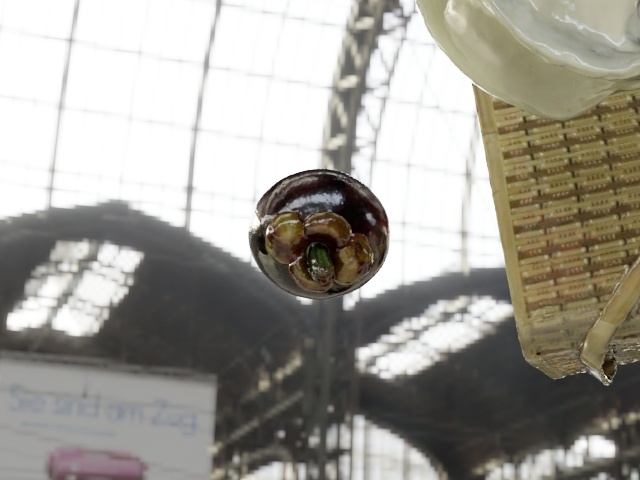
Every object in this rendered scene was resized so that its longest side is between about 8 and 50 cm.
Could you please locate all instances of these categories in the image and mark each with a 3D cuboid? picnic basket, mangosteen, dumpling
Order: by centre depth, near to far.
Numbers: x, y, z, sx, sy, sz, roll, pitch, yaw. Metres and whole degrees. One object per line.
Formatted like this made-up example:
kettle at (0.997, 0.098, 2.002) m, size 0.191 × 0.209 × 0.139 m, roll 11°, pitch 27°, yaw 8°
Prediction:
dumpling at (0.145, -0.138, 0.838) m, size 0.162 × 0.132 × 0.250 m, roll 36°, pitch 23°, yaw 23°
picnic basket at (0.228, -0.054, 1.112) m, size 0.175 × 0.312 × 0.228 m, roll -11°, pitch -11°, yaw 13°
mangosteen at (0.000, 0.000, 1.298) m, size 0.140 × 0.140 × 0.140 m, roll 2°, pitch -19°, yaw 1°
